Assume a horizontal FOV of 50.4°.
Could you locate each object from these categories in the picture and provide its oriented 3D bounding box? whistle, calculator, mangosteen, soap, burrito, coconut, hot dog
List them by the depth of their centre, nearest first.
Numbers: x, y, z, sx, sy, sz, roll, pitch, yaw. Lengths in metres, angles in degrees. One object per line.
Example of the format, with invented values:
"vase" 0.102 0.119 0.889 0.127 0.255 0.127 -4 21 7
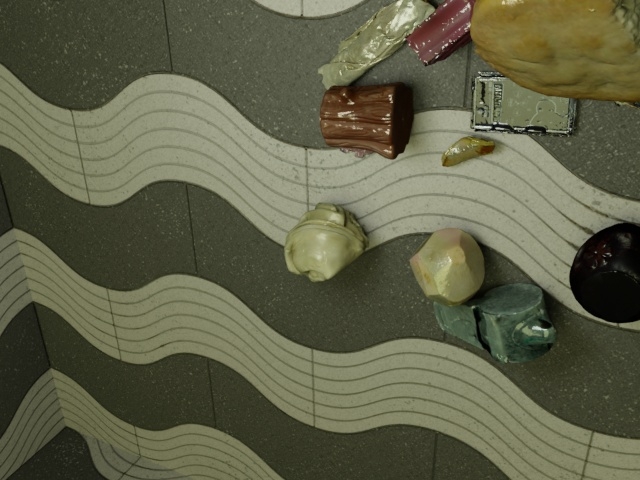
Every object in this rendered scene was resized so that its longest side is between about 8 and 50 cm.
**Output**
"soap" 0.367 -0.562 1.672 0.289 0.182 0.112 -34 95 44
"mangosteen" 0.797 0.104 1.763 0.288 0.233 0.287 18 128 25
"calculator" 0.531 -0.359 1.787 0.274 0.028 0.165 8 120 26
"burrito" 0.143 -0.545 1.873 0.392 0.076 0.117 -33 97 38
"hot dog" 0.407 -0.258 1.890 0.169 0.061 0.078 -15 150 36
"coconut" 0.378 0.077 1.985 0.198 0.237 0.236 -14 115 -10
"whistle" 0.512 0.248 2.033 0.405 0.188 0.168 -6 113 33

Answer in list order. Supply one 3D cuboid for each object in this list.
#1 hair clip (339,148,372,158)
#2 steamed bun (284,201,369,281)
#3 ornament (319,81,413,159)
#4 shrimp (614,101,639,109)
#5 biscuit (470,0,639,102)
"hair clip" 0.118 -0.314 2.039 0.187 0.056 0.146 29 128 24
"steamed bun" 0.002 -0.001 2.122 0.276 0.289 0.203 -27 97 40
"ornament" 0.124 -0.342 1.887 0.218 0.235 0.221 6 157 22
"shrimp" 0.708 -0.433 1.632 0.296 0.058 0.169 38 126 11
"biscuit" 0.539 -0.428 1.493 0.446 0.429 0.103 13 79 39
